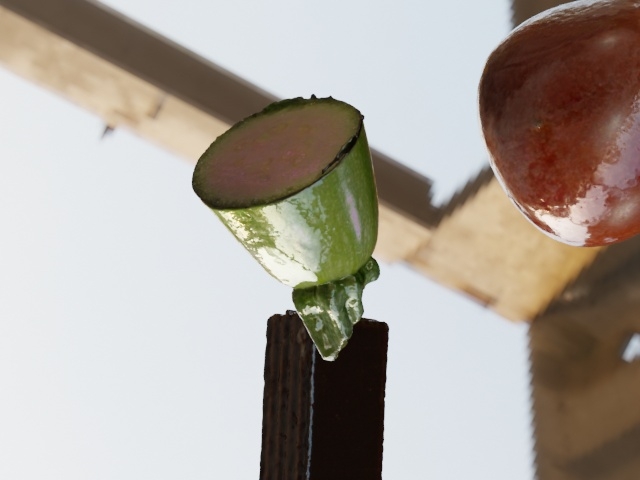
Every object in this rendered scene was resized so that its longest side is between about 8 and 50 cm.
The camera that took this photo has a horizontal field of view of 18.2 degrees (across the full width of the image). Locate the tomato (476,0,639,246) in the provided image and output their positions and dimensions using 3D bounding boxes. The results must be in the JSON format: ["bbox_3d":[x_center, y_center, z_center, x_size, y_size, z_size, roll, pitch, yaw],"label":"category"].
[{"bbox_3d":[0.171,-0.078,1.271,0.167,0.167,0.167,-45,-150,35],"label":"tomato"}]

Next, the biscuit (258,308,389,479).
[{"bbox_3d":[0.000,0.262,1.902,0.073,0.107,0.388,0,-94,48],"label":"biscuit"}]

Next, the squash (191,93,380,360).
[{"bbox_3d":[0.001,-0.001,1.128,0.105,0.132,0.105,-20,-150,12],"label":"squash"}]
